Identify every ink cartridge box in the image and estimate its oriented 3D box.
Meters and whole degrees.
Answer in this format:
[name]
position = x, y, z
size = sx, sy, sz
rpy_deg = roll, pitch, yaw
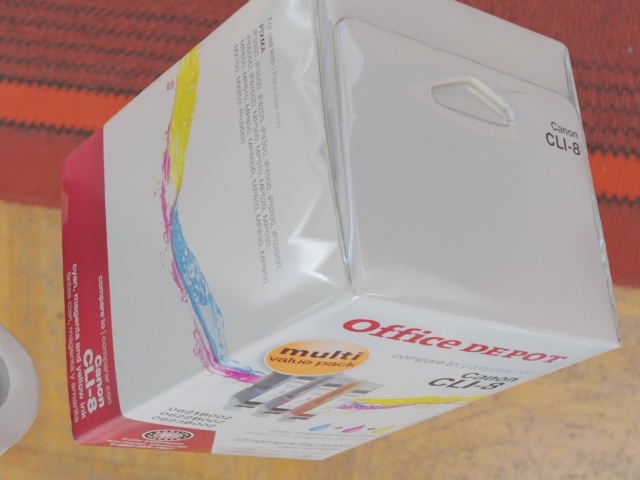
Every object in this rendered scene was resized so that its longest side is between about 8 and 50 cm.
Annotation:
[ink cartridge box]
position = 0.000, 0.000, 0.487
size = 0.176, 0.128, 0.127
rpy_deg = -31, 57, 45

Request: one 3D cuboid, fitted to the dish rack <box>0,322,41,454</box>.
[dish rack]
position = -0.319, 0.070, 0.577
size = 0.285, 0.333, 0.072
rpy_deg = 40, 121, 3
